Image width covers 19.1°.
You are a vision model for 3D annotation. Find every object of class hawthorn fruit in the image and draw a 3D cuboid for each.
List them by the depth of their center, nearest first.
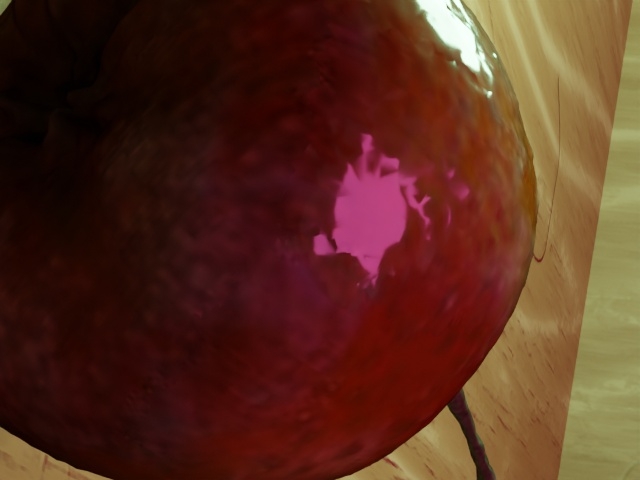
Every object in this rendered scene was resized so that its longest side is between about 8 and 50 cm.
[{"bbox_3d":[-0.027,-0.024,0.733,0.263,0.231,0.235,-15,144,-48],"label":"hawthorn fruit"}]
